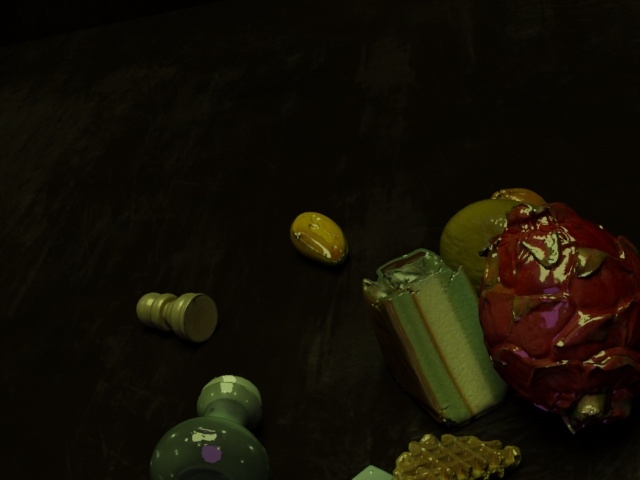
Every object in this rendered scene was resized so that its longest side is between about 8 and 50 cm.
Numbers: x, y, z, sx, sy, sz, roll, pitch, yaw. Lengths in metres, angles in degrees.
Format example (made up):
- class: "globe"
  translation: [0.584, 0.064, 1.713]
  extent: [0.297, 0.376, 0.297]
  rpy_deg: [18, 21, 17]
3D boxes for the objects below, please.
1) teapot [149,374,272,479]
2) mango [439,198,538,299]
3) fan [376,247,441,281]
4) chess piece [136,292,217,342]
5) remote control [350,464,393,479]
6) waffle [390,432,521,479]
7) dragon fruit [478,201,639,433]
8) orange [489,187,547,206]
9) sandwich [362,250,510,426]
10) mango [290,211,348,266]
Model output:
- class: "teapot"
  translation: [-0.158, 0.319, 1.581]
  extent: [0.183, 0.184, 0.251]
  rpy_deg: [-11, 21, 9]
- class: "mango"
  translation: [0.353, 0.033, 1.760]
  extent: [0.331, 0.142, 0.195]
  rpy_deg: [18, 87, 35]
- class: "fan"
  translation: [0.214, 0.051, 1.942]
  extent: [0.220, 0.009, 0.132]
  rpy_deg: [-20, 35, -4]
- class: "chess piece"
  translation: [-0.287, 0.138, 1.968]
  extent: [0.170, 0.094, 0.094]
  rpy_deg: [9, 40, 41]
- class: "remote control"
  translation: [0.152, 0.418, 1.376]
  extent: [0.344, 0.050, 0.145]
  rpy_deg: [18, 40, 42]
- class: "waffle"
  translation: [0.191, 0.330, 1.455]
  extent: [0.160, 0.046, 0.192]
  rpy_deg: [9, 19, 24]
- class: "dragon fruit"
  translation: [0.369, 0.114, 1.515]
  extent: [0.277, 0.277, 0.343]
  rpy_deg: [-11, 66, 9]
- class: "orange"
  translation: [0.366, -0.041, 1.912]
  extent: [0.135, 0.118, 0.136]
  rpy_deg: [-11, 40, 9]
- class: "sandwich"
  translation: [0.188, 0.148, 1.634]
  extent: [0.155, 0.198, 0.227]
  rpy_deg: [-25, 33, -13]
- class: "mango"
  translation: [0.000, 0.000, 2.066]
  extent: [0.101, 0.066, 0.187]
  rpy_deg: [-21, 37, -22]
